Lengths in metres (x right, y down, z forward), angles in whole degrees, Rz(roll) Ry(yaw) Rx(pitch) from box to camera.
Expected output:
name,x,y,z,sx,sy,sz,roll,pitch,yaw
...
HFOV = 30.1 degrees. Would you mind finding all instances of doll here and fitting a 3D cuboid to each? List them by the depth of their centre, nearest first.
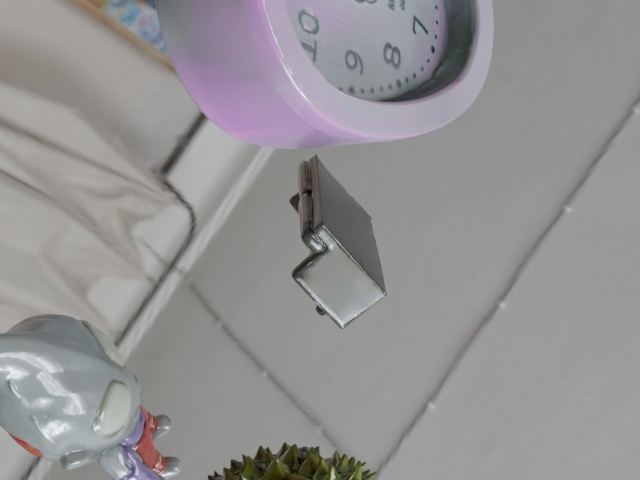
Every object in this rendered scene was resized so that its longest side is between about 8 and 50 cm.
name,x,y,z,sx,sy,sz,roll,pitch,yaw
doll,-0.150,0.098,0.728,0.075,0.227,0.102,-25,-124,7

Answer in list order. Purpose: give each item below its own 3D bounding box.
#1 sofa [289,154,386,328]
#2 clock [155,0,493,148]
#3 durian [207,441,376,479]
name,x,y,z,sx,sy,sz,roll,pitch,yaw
sofa,0.000,0.000,0.954,0.060,0.085,0.147,-36,-157,14
clock,0.005,-0.226,0.867,0.102,0.338,0.339,-5,-118,38
durian,-0.014,0.299,1.078,0.291,0.291,0.225,-25,-129,35
